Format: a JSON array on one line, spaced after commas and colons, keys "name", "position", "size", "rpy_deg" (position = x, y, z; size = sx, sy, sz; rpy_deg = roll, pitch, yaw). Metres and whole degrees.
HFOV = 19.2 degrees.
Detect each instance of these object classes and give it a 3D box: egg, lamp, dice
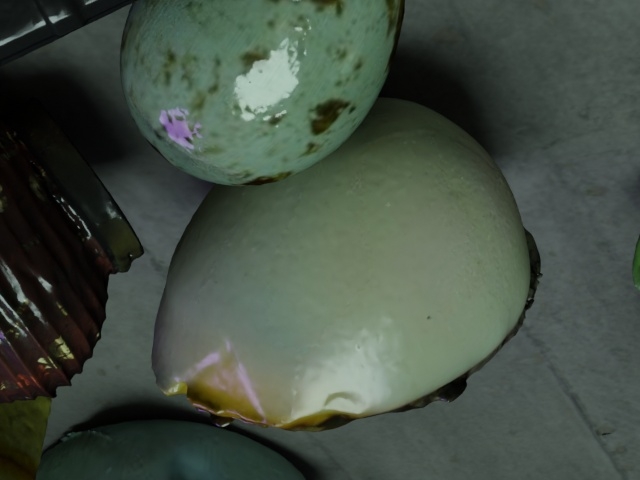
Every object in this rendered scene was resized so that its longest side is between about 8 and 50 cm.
[{"name": "egg", "position": [0.001, -0.003, 1.345], "size": [0.286, 0.264, 0.174], "rpy_deg": [-15, 125, 9]}, {"name": "lamp", "position": [-0.256, 0.013, 1.365], "size": [0.247, 0.247, 0.247], "rpy_deg": [0, 143, 0]}, {"name": "dice", "position": [-0.150, 0.342, 1.770], "size": [0.263, 0.268, 0.265], "rpy_deg": [26, 135, -30]}, {"name": "egg", "position": [-0.033, -0.135, 1.218], "size": [0.169, 0.169, 0.231], "rpy_deg": [20, 132, -25]}]

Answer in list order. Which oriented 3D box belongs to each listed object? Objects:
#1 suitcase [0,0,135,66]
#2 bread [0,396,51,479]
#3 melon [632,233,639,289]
[{"name": "suitcase", "position": [-0.221, -0.230, 1.024], "size": [0.206, 0.066, 0.285], "rpy_deg": [-26, 104, -1]}, {"name": "bread", "position": [-0.435, 0.181, 1.598], "size": [0.362, 0.233, 0.245], "rpy_deg": [29, 136, -27]}, {"name": "melon", "position": [0.338, -0.024, 1.412], "size": [0.209, 0.118, 0.064], "rpy_deg": [-11, 157, 34]}]
